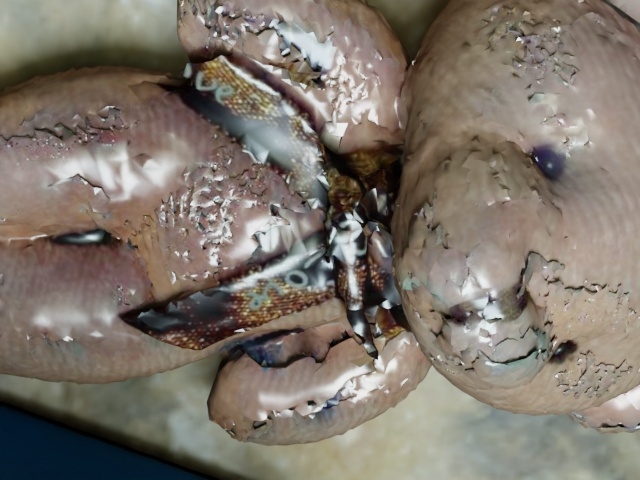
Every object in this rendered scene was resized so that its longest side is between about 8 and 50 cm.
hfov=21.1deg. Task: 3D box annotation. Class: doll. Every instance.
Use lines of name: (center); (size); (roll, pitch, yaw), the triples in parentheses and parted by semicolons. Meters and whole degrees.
doll: (0.000, 0.000, 0.617); (0.303, 0.156, 0.201); (-7, 111, -1)

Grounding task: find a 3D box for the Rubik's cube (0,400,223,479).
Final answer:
Rubik's cube: (-0.146, 0.203, 0.595); (0.250, 0.246, 0.248); (22, 100, -12)
